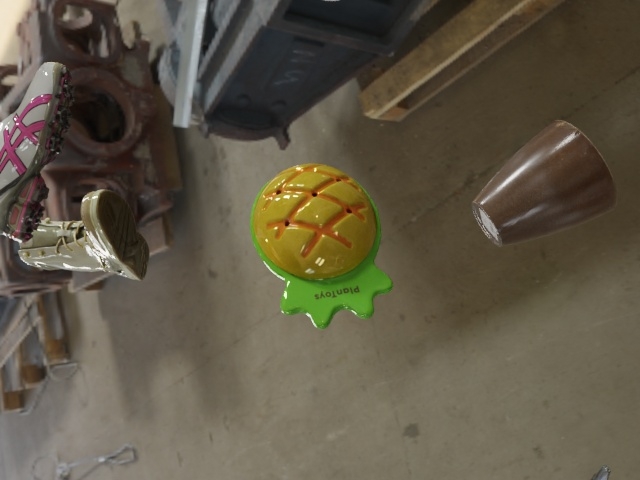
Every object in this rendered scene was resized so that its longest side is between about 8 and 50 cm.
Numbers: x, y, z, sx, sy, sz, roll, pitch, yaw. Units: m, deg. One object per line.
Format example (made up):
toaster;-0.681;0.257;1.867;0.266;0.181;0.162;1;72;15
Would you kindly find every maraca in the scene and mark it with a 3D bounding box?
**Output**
maraca;0.000;0.000;0.680;0.099;0.127;0.186;84;171;-55

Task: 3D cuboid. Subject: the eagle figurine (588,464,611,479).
eagle figurine;0.412;0.482;1.060;0.226;0.298;0.225;60;144;29

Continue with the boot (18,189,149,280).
boot;-0.335;-0.007;0.960;0.213;0.165;0.077;89;-173;-67

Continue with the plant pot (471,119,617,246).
plant pot;0.432;-0.091;1.424;0.230;0.215;0.215;-31;60;-2

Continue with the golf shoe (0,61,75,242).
golf shoe;-0.305;-0.096;0.706;0.067;0.085;0.186;176;112;-81
